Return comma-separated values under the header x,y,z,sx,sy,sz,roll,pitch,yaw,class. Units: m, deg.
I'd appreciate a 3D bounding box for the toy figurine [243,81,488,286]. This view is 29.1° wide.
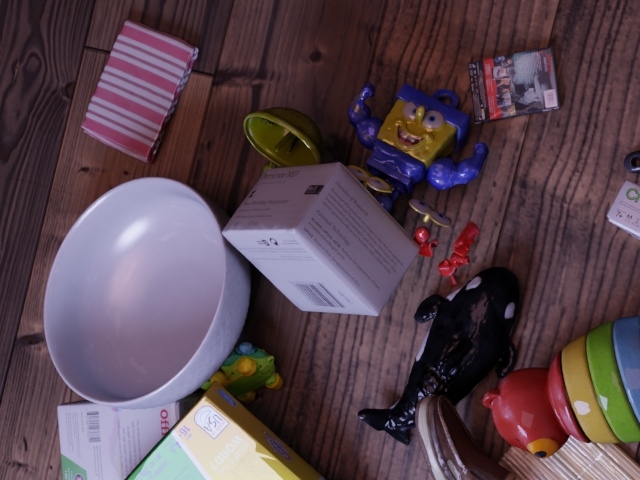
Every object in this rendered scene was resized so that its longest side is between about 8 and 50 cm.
x,y,z,sx,sy,sz,roll,pitch,yaw,class
0.102,-0.128,1.708,0.362,0.191,0.217,30,71,21,toy figurine

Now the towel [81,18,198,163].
x,y,z,sx,sy,sz,roll,pitch,yaw,class
-0.282,-0.234,1.922,0.144,0.029,0.197,26,95,24,towel

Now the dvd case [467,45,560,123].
x,y,z,sx,sy,sz,roll,pitch,yaw,class
0.263,-0.211,1.679,0.119,0.013,0.087,-9,83,25,dvd case

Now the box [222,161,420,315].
x,y,z,sx,sy,sz,roll,pitch,yaw,class
0.000,0.000,1.648,0.181,0.182,0.119,-1,49,54,box

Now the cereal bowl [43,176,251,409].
x,y,z,sx,sy,sz,roll,pitch,yaw,class
-0.235,0.085,1.801,0.339,0.141,0.339,-10,70,29,cereal bowl

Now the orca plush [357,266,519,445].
x,y,z,sx,sy,sz,roll,pitch,yaw,class
0.156,0.156,1.651,0.287,0.102,0.151,-40,78,17,orca plush

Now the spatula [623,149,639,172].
x,y,z,sx,sy,sz,roll,pitch,yaw,class
0.527,-0.118,1.544,0.296,0.030,0.084,-7,83,24,spatula

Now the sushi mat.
x,y,z,sx,sy,sz,roll,pitch,yaw,class
0.376,0.356,1.593,0.316,0.019,0.151,43,105,20,sushi mat

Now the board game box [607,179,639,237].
x,y,z,sx,sy,sz,roll,pitch,yaw,class
0.451,0.013,1.421,0.193,0.305,0.053,29,96,23,board game box

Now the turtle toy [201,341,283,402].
x,y,z,sx,sy,sz,roll,pitch,yaw,class
-0.123,0.191,1.796,0.130,0.095,0.066,-26,55,20,turtle toy

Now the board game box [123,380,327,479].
x,y,z,sx,sy,sz,roll,pitch,yaw,class
-0.111,0.389,1.726,0.316,0.064,0.242,41,105,-2,board game box

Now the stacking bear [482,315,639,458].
x,y,z,sx,sy,sz,roll,pitch,yaw,class
0.352,0.189,1.536,0.289,0.175,0.164,-19,53,21,stacking bear

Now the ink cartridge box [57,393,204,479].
x,y,z,sx,sy,sz,roll,pitch,yaw,class
-0.278,0.313,1.852,0.212,0.093,0.154,-7,85,25,ink cartridge box

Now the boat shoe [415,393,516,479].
x,y,z,sx,sy,sz,roll,pitch,yaw,class
0.212,0.312,1.616,0.095,0.095,0.257,-20,99,27,boat shoe
